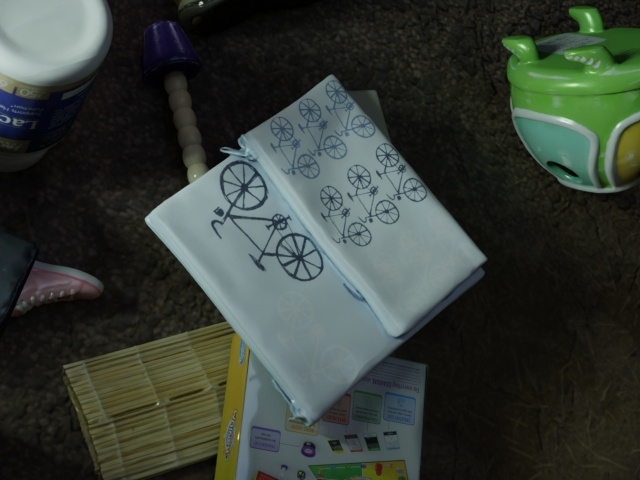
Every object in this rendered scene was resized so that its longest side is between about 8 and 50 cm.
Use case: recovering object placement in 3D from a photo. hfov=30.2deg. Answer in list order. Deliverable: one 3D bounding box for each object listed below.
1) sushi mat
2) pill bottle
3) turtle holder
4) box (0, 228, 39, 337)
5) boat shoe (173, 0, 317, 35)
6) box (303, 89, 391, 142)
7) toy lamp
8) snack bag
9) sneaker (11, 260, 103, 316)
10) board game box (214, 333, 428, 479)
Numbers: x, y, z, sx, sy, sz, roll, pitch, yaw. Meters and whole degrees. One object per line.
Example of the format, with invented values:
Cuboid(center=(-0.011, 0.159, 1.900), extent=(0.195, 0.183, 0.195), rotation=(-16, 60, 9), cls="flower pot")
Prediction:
Cuboid(center=(-0.133, 0.178, 1.397), extent=(0.316, 0.019, 0.151), rotation=(-13, 76, -29), cls="sushi mat")
Cuboid(center=(-0.332, -0.185, 1.310), extent=(0.153, 0.264, 0.153), rotation=(9, 65, -21), cls="pill bottle")
Cuboid(center=(0.420, -0.192, 1.660), extent=(0.243, 0.320, 0.228), rotation=(-42, 128, -51), cls="turtle holder")
Cuboid(center=(-0.535, 0.102, 0.935), extent=(0.471, 0.480, 0.297), rotation=(28, 60, -13), cls="box")
Cuboid(center=(-0.068, -0.384, 1.609), extent=(0.324, 0.122, 0.120), rotation=(-24, 78, -32), cls="boat shoe")
Cuboid(center=(0.043, -0.053, 1.536), extent=(0.113, 0.094, 0.275), rotation=(-5, 71, -27), cls="box")
Cuboid(center=(-0.170, -0.144, 1.484), extent=(0.080, 0.080, 0.275), rotation=(-6, 73, -28), cls="toy lamp")
Cuboid(center=(0.000, 0.000, 1.418), extent=(0.342, 0.037, 0.323), rotation=(-37, 88, -31), cls="snack bag")
Cuboid(center=(-0.317, 0.061, 1.341), extent=(0.134, 0.051, 0.070), rotation=(17, 64, -15), cls="sneaker")
Cuboid(center=(-0.002, 0.278, 1.377), extent=(0.242, 0.064, 0.317), rotation=(15, 67, -21), cls="board game box")
